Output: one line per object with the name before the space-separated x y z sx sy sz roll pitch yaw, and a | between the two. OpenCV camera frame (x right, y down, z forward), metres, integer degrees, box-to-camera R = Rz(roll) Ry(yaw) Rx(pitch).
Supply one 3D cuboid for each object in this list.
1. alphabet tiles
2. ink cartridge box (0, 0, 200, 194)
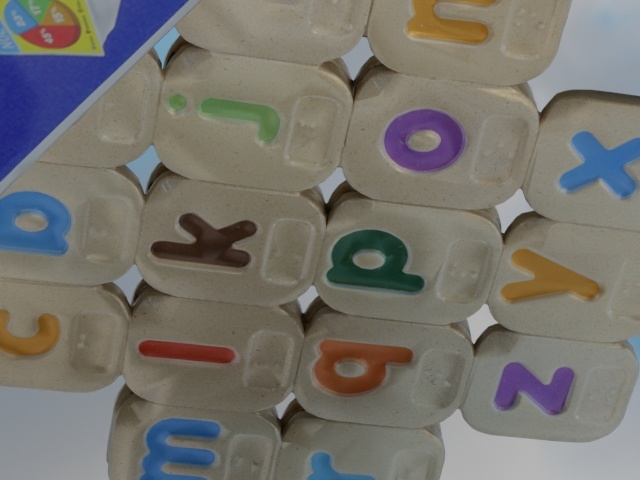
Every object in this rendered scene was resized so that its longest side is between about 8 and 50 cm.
alphabet tiles | 0.000 0.000 0.763 0.278 0.284 0.021 6 -142 -8
ink cartridge box | -0.198 -0.047 0.490 0.307 0.303 0.072 -43 -117 4
